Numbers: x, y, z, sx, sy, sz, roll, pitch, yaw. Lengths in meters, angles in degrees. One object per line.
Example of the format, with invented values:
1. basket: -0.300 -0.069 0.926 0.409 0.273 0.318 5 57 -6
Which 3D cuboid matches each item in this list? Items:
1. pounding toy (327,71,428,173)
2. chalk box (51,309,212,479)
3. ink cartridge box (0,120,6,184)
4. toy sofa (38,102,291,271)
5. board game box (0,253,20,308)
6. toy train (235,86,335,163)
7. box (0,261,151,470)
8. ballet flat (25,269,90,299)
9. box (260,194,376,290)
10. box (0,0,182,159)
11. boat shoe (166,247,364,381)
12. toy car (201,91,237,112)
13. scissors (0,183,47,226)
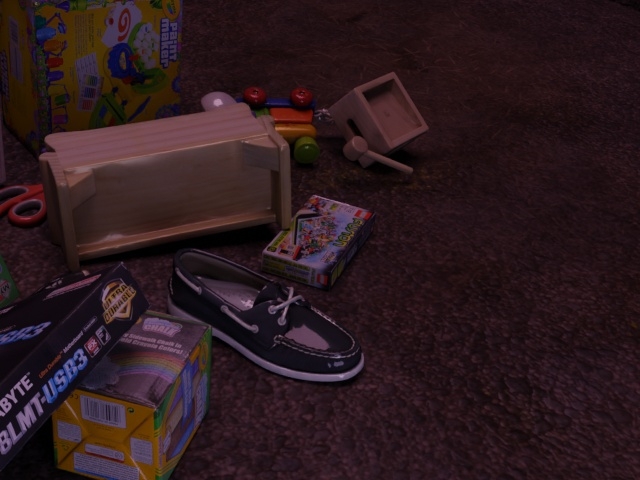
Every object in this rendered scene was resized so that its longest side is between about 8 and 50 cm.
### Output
1. pounding toy: 0.093 -0.182 1.929 0.206 0.094 0.181 -30 88 -45
2. chalk box: -0.208 0.168 1.256 0.132 0.132 0.213 12 30 12
3. ink cartridge box: -0.616 -0.151 1.539 0.091 0.308 0.385 18 34 19
4. toy sofa: -0.234 -0.087 1.627 0.363 0.150 0.177 -12 32 -18
5. board game box: -0.511 0.059 1.287 0.046 0.213 0.317 -4 27 27
6. toy train: -0.028 -0.196 1.942 0.248 0.105 0.143 -1 43 -15
7. box: -0.367 0.157 1.139 0.296 0.073 0.293 -17 22 35
8. ballet flat: -0.372 0.089 1.452 0.049 0.057 0.173 52 41 -2
9. box: 0.000 0.000 1.668 0.114 0.036 0.207 16 32 15
10. box: -0.406 -0.328 1.893 0.279 0.290 0.177 -15 36 -33
11. boat shoe: -0.079 0.097 1.436 0.303 0.091 0.114 18 33 18
12. toy car: -0.178 -0.148 1.803 0.136 0.159 0.182 35 23 -21
13. scissors: -0.428 -0.095 1.760 0.109 0.021 0.297 19 34 23
